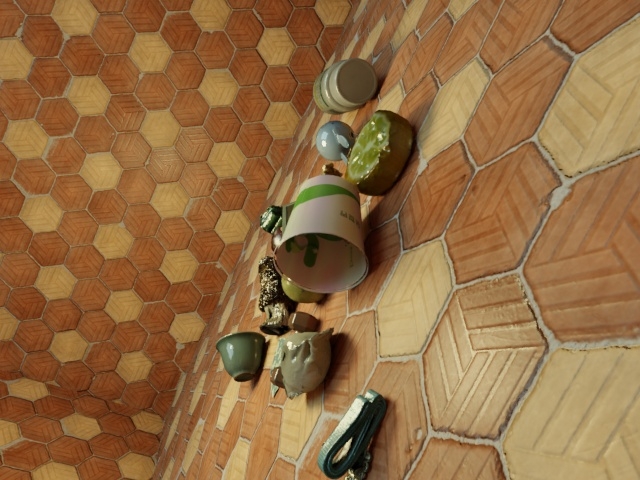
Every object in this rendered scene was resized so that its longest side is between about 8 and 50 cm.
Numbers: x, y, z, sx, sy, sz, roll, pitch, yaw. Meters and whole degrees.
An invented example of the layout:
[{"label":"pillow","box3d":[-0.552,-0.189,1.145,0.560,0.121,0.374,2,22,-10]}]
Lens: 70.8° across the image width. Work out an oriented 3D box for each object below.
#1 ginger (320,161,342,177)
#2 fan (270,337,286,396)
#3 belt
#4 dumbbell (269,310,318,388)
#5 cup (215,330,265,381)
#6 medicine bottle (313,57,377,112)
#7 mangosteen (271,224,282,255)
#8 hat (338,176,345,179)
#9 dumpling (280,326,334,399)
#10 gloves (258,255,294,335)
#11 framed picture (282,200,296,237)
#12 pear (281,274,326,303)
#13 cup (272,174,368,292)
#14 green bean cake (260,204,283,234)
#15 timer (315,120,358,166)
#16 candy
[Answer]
[{"label":"ginger","box3d":[0.022,-0.188,1.621,0.053,0.193,0.176,-5,100,35]},{"label":"fan","box3d":[-0.143,0.425,1.548,0.131,0.009,0.240,-54,20,34]},{"label":"belt","box3d":[0.074,0.378,0.862,0.179,0.100,0.065,-54,13,-12]},{"label":"dumbbell","box3d":[-0.078,0.328,1.352,0.092,0.082,0.231,-26,43,64]},{"label":"cup","box3d":[-0.302,0.463,1.747,0.199,0.199,0.150,-52,40,40]},{"label":"medicine bottle","box3d":[0.102,-0.649,1.904,0.208,0.208,0.340,-65,16,4]},{"label":"mangosteen","box3d":[-0.112,-0.006,1.775,0.166,0.166,0.180,-97,30,-60]},{"label":"hat","box3d":[0.072,-0.175,1.589,0.059,0.076,0.077,102,-172,-63]},{"label":"dumpling","box3d":[-0.030,0.310,1.200,0.172,0.142,0.247,-29,-29,-54]},{"label":"gloves","box3d":[-0.170,0.202,1.706,0.210,0.135,0.312,101,165,-71]},{"label":"framed picture","box3d":[-0.038,-0.102,1.699,0.231,0.018,0.293,-20,30,8]},{"label":"pear","box3d":[-0.047,0.125,1.442,0.167,0.137,0.167,-57,15,25]},{"label":"cup","box3d":[0.013,-0.029,1.252,0.253,0.253,0.274,-49,24,45]},{"label":"green bean cake","box3d":[-0.154,-0.082,1.934,0.107,0.208,0.193,-56,21,22]},{"label":"timer","box3d":[0.089,-0.373,1.732,0.255,0.175,0.175,29,96,46]},{"label":"candy","box3d":[0.167,-0.255,1.331,0.260,0.118,0.260,-55,23,36]}]
